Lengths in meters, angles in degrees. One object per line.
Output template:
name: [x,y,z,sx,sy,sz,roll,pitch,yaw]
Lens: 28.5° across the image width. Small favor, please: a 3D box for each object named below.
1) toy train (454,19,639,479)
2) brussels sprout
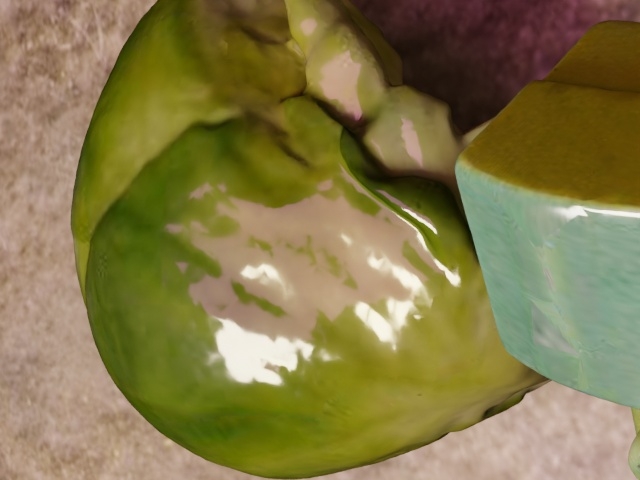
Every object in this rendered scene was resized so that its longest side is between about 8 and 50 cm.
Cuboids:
toy train: [0.202,0.052,0.615,0.150,0.237,0.369,15,137,40]
brussels sprout: [0.000,0.000,0.844,0.371,0.276,0.315,25,100,26]
